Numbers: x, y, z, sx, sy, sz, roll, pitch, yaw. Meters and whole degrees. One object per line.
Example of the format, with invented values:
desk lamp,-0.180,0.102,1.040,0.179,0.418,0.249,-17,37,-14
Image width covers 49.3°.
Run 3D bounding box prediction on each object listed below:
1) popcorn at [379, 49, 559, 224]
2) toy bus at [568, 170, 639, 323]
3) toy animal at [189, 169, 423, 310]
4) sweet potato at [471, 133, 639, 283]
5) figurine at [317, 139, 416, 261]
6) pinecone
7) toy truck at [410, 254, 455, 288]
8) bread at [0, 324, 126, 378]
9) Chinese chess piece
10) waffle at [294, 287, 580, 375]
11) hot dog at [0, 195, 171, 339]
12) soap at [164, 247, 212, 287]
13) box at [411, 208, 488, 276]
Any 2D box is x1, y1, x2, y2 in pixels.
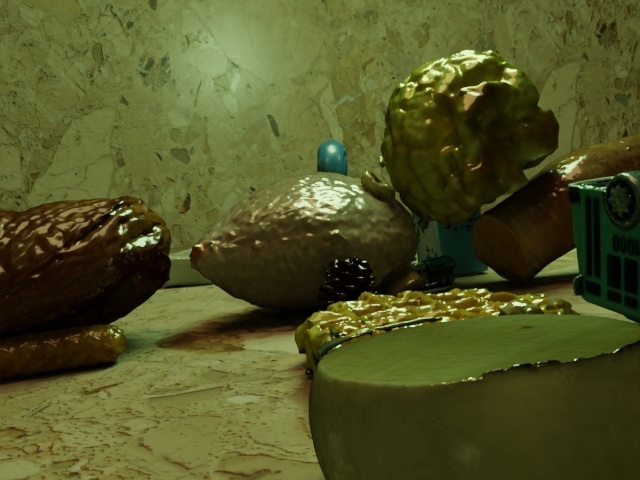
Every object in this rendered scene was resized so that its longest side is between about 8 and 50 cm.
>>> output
popcorn,0.199,-0.132,0.950,0.236,0.206,0.251,-28,35,4
toy bus,0.325,0.012,0.570,0.128,0.147,0.256,-6,9,-14
toy animal,-0.005,0.001,0.948,0.358,0.188,0.226,-11,0,-39
sweet potato,0.372,-0.072,0.985,0.336,0.131,0.131,-36,9,-8
figurine,0.031,-0.025,1.328,0.297,0.243,0.416,3,25,2
pinecone,0.034,0.060,0.805,0.077,0.083,0.077,9,5,-1
toy truck,0.161,0.047,1.035,0.083,0.044,0.039,-9,2,-29
bread,-0.289,0.119,0.748,0.157,0.044,0.052,-7,-4,-11
Chinese chess piece,0.088,0.089,0.373,0.188,0.083,0.188,-8,1,0
waffle,0.090,0.081,0.619,0.262,0.060,0.280,-7,2,36
hot dog,-0.371,0.044,0.848,0.387,0.174,0.267,-5,-5,5
soap,-0.247,0.052,1.458,0.121,0.064,0.183,-3,6,13
box,0.204,-0.063,1.155,0.083,0.232,0.142,-8,5,-8
